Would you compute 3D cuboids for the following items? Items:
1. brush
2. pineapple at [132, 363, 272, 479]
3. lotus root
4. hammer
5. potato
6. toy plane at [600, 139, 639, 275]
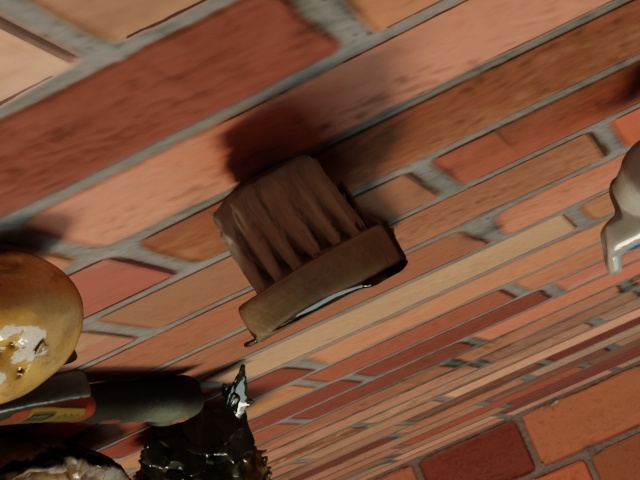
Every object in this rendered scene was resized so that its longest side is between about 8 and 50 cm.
[{"bbox_3d":[0.000,0.000,0.747,0.070,0.065,0.327,-30,177,4],"label":"brush"},{"bbox_3d":[-0.085,0.173,1.193,0.125,0.125,0.251,-20,162,-12],"label":"pineapple"},{"bbox_3d":[-0.221,0.177,1.064,0.167,0.078,0.329,-44,169,-9],"label":"lotus root"},{"bbox_3d":[-0.139,0.093,0.931,0.111,0.033,0.287,-25,168,15],"label":"hammer"},{"bbox_3d":[-0.130,0.034,0.649,0.068,0.062,0.083,-4,-175,-15],"label":"potato"},{"bbox_3d":[0.260,-0.053,0.817,0.266,0.123,0.267,-22,165,-6],"label":"toy plane"}]
